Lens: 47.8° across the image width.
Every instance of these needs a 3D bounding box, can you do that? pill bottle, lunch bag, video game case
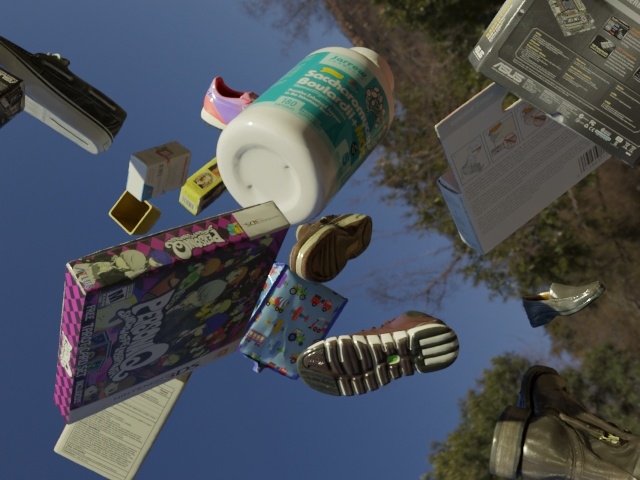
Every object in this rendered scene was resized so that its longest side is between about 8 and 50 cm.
[{"bbox_3d":[-0.001,-0.144,0.891,0.146,0.146,0.264,46,-133,-9],"label":"pill bottle"},{"bbox_3d":[-0.100,0.232,1.974,0.221,0.293,0.138,31,172,-24],"label":"lunch bag"},{"bbox_3d":[-0.151,0.073,0.714,0.210,0.232,0.042,-20,-120,-36],"label":"video game case"}]

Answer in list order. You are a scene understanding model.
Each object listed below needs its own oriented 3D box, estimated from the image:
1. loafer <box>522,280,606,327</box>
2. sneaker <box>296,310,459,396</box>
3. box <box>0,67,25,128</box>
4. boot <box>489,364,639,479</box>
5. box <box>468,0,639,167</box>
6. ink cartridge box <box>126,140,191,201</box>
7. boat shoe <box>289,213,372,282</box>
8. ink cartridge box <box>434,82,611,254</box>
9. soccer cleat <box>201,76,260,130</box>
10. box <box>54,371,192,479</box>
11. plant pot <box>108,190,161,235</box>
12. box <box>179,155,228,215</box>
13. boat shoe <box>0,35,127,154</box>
[{"bbox_3d":[0.445,0.107,1.338,0.062,0.170,0.061,-27,-95,-47],"label":"loafer"},{"bbox_3d":[0.103,0.194,1.296,0.162,0.281,0.106,-68,-32,-78],"label":"sneaker"},{"bbox_3d":[-0.698,-0.255,1.201,0.307,0.076,0.242,30,-130,0],"label":"box"},{"bbox_3d":[0.315,0.222,0.767,0.263,0.229,0.091,-19,-65,-61],"label":"boot"},{"bbox_3d":[0.312,-0.215,0.802,0.231,0.183,0.056,27,-154,-13],"label":"box"},{"bbox_3d":[-0.329,-0.143,1.477,0.052,0.089,0.122,36,-142,23],"label":"ink cartridge box"},{"bbox_3d":[-0.001,0.008,1.221,0.095,0.095,0.257,13,-165,23],"label":"boat shoe"},{"bbox_3d":[0.276,-0.147,0.972,0.060,0.275,0.239,45,169,51],"label":"ink cartridge box"},{"bbox_3d":[-0.153,-0.305,1.813,0.318,0.116,0.108,25,-151,15],"label":"soccer cleat"},{"bbox_3d":[-0.338,0.283,1.272,0.148,0.232,0.127,29,-167,-6],"label":"box"},{"bbox_3d":[-0.409,-0.061,1.640,0.081,0.081,0.083,40,-175,19],"label":"plant pot"},{"bbox_3d":[-0.224,-0.158,1.679,0.058,0.087,0.232,41,-121,7],"label":"box"},{"bbox_3d":[-0.539,-0.311,1.432,0.335,0.121,0.119,40,-117,-17],"label":"boat shoe"}]
